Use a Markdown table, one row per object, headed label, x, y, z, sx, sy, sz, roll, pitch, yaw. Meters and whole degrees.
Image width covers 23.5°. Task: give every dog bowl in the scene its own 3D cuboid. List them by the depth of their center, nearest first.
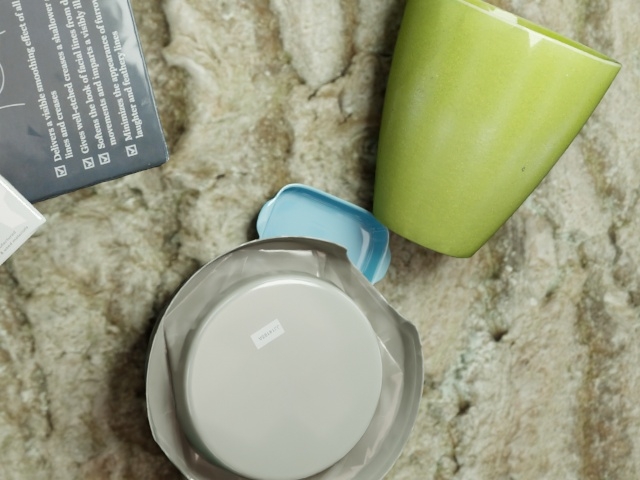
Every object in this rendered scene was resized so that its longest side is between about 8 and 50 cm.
| label | x | y | z | sx | sy | sz | roll | pitch | yaw |
| --- | --- | --- | --- | --- | --- | --- | --- | --- | --- |
| dog bowl | -0.053 | 0.161 | 1.853 | 0.349 | 0.102 | 0.348 | -2 | 95 | -20 |

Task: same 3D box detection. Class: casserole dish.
| label | x | y | z | sx | sy | sz | roll | pitch | yaw |
| --- | --- | --- | --- | --- | --- | --- | --- | --- | --- |
| casserole dish | 0.000 | 0.000 | 1.933 | 0.188 | 0.037 | 0.114 | 23 | 86 | -22 |

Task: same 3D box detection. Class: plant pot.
| label | x | y | z | sx | sy | sz | roll | pitch | yaw |
| --- | --- | --- | --- | --- | --- | --- | --- | --- | --- |
| plant pot | 0.185 | -0.137 | 1.898 | 0.275 | 0.275 | 0.293 | 17 | 103 | -23 |

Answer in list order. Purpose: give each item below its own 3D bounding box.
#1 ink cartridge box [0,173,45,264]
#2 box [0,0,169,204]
| label | x | y | z | sx | sy | sz | roll | pitch | yaw |
| --- | --- | --- | --- | --- | --- | --- | --- | --- | --- |
| ink cartridge box | -0.382 | -0.075 | 1.468 | 0.092 | 0.158 | 0.218 | -45 | 113 | -7 |
| box | -0.404 | -0.179 | 1.645 | 0.395 | 0.212 | 0.293 | -18 | 106 | -20 |
